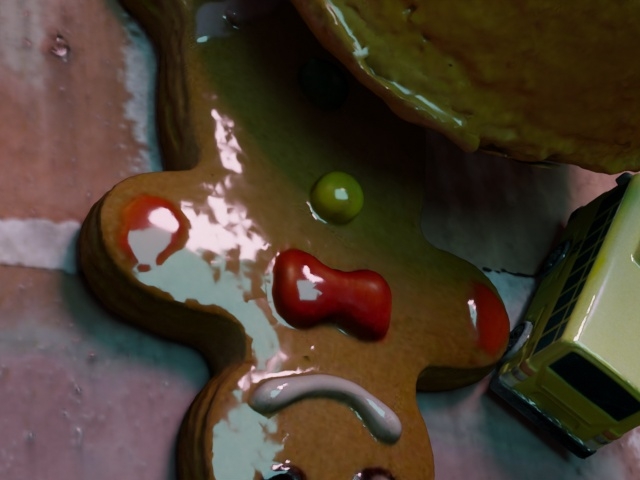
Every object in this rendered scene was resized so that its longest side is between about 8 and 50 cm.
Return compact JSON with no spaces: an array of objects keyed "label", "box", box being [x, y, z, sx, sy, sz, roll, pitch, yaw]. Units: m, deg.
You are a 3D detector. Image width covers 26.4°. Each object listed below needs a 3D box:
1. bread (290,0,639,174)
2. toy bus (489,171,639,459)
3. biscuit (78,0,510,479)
[{"label":"bread","box":[0.127,-0.220,0.857,0.337,0.204,0.358,14,51,-38]},{"label":"toy bus","box":[0.189,0.042,0.880,0.088,0.101,0.175,38,51,-7]},{"label":"biscuit","box":[0.000,-0.001,0.801,0.283,0.064,0.432,16,57,-26]}]
